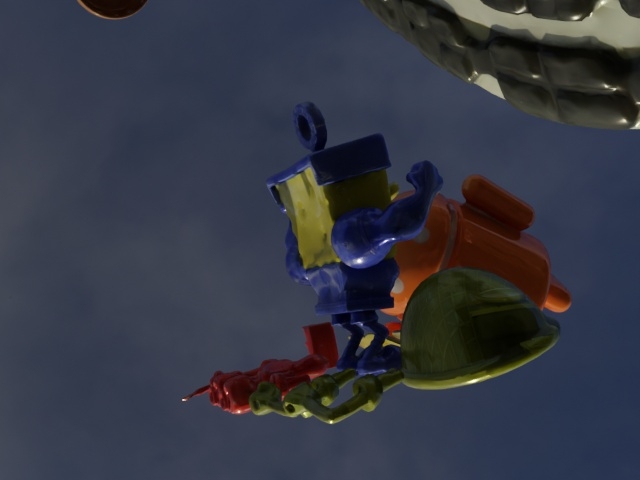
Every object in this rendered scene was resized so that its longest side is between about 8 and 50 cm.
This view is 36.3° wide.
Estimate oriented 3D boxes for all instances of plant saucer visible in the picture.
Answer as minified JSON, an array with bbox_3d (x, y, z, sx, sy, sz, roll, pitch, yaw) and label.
[{"bbox_3d":[-0.191,-0.242,0.882,0.083,0.013,0.083,-5,-81,-36],"label":"plant saucer"}]

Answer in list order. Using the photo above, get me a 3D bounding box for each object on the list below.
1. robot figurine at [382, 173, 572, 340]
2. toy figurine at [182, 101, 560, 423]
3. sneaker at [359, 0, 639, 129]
[{"bbox_3d":[0.127,0.032,0.926,0.219,0.158,0.128,23,-126,-18],"label":"robot figurine"},{"bbox_3d":[0.000,0.000,0.714,0.191,0.362,0.217,-10,-93,-19],"label":"toy figurine"},{"bbox_3d":[0.176,-0.136,0.303,0.182,0.410,0.158,-51,-39,-42],"label":"sneaker"}]
